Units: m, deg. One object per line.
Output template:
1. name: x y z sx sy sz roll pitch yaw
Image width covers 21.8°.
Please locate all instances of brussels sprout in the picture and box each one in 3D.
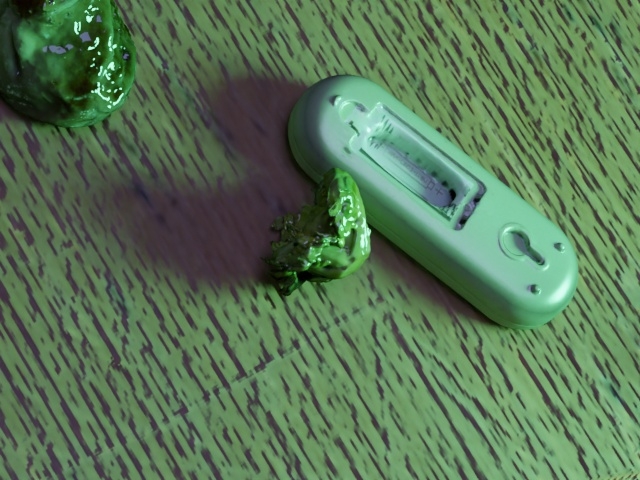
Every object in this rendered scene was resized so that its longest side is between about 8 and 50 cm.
1. brussels sprout: 0.000 0.000 1.021 0.058 0.085 0.085 49 59 -1

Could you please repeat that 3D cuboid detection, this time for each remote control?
1. remote control: 0.076 -0.027 1.078 0.221 0.042 0.078 38 59 -4

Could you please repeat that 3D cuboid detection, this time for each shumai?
1. shumai: -0.157 -0.136 1.002 0.123 0.087 0.099 39 58 -5
